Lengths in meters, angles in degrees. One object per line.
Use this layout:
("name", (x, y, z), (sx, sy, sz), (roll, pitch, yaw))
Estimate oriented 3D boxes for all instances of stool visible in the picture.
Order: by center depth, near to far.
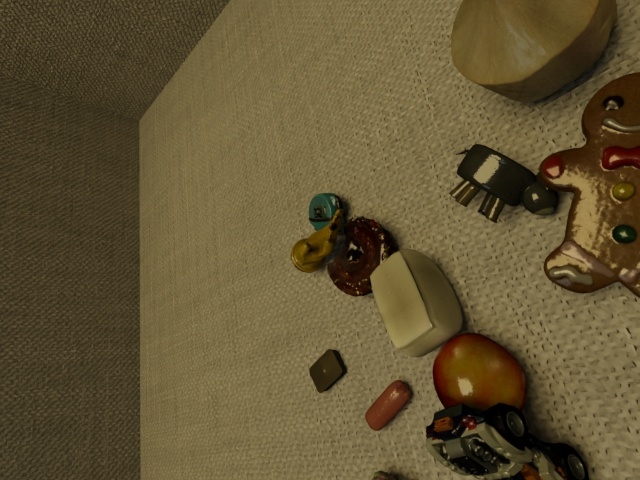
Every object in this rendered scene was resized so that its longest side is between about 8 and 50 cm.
("stool", (0.393, -0.117, 0.928), (0.228, 0.153, 0.139), (45, 113, 41))

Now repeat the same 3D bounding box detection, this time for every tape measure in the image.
("tape measure", (0.022, -0.091, 1.356), (0.146, 0.081, 0.125), (4, 101, 49))

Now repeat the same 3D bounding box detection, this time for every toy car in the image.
("toy car", (0.339, 0.416, 0.790), (0.193, 0.301, 0.118), (-45, 15, 42))

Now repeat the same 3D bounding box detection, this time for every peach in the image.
("peach", (0.331, 0.292, 0.893), (0.197, 0.198, 0.197), (-12, 73, 44))

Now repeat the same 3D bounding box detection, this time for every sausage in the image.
("sausage", (0.177, 0.432, 1.098), (0.154, 0.062, 0.062), (-56, 48, 20))

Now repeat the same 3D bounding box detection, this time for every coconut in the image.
("coconut", (0.417, -0.443, 0.855), (0.329, 0.329, 0.328), (-12, 73, 44))

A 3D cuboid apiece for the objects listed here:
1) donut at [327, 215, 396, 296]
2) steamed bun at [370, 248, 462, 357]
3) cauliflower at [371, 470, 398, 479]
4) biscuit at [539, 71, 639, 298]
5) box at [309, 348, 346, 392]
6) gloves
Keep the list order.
("donut", (0.129, 0.049, 1.207), (0.216, 0.096, 0.230), (15, 93, 45))
("steamed bun", (0.238, 0.152, 1.021), (0.146, 0.164, 0.241), (-44, 48, 32))
("cauliflower", (0.143, 0.710, 0.989), (0.239, 0.257, 0.315), (48, 146, 37))
("biscuit", (0.556, -0.105, 0.769), (0.283, 0.064, 0.431), (8, 87, 29))
("box", (0.022, 0.400, 1.286), (0.126, 0.031, 0.091), (-52, 49, 25))
("gloves", (0.000, -0.001, 1.246), (0.294, 0.116, 0.132), (129, 155, -64))
